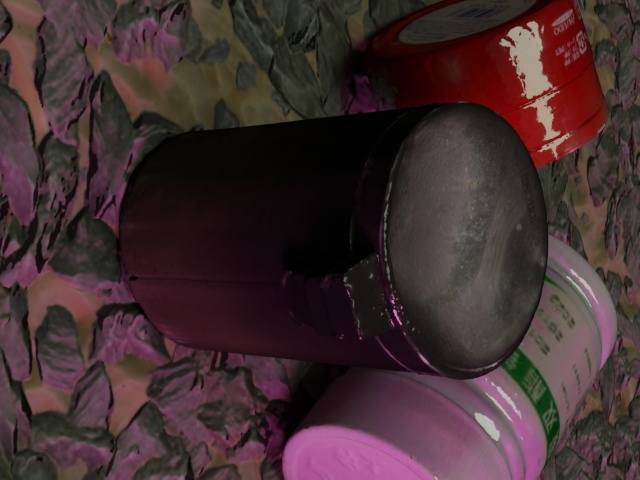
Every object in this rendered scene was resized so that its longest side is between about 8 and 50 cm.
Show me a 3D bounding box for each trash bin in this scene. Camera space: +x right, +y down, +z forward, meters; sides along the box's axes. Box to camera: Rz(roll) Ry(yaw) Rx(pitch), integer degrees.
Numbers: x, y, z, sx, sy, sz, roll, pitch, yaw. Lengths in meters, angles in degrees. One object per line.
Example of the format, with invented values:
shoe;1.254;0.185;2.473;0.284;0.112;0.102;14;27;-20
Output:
trash bin;0.000;0.000;0.997;0.252;0.302;0.203;-32;113;-41

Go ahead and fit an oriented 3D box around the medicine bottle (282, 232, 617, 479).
medicine bottle;0.134;0.150;1.207;0.325;0.212;0.212;-46;121;-39

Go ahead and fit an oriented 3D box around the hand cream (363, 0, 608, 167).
hand cream;0.164;-0.160;1.244;0.230;0.230;0.149;-36;116;-43
